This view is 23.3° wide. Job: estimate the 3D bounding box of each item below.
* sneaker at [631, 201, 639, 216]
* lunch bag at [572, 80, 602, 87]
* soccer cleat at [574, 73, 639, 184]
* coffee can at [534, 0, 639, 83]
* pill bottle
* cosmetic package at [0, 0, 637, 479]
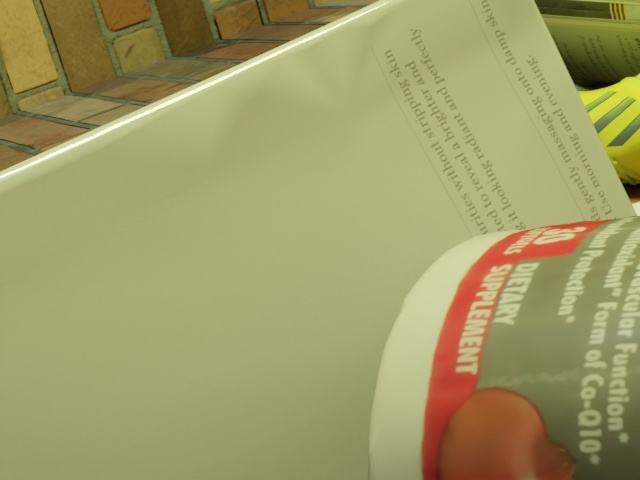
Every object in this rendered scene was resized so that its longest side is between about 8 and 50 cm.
[{"bbox_3d":[0.279,-0.025,0.865,0.237,0.086,0.085,-8,-20,15],"label":"sneaker"},{"bbox_3d":[0.348,-0.251,1.506,0.235,0.169,0.287,-6,26,28],"label":"lunch bag"},{"bbox_3d":[0.204,-0.071,1.204,0.121,0.093,0.289,-52,28,-9],"label":"soccer cleat"},{"bbox_3d":[0.306,-0.219,1.261,0.275,0.202,0.201,12,30,39],"label":"coffee can"},{"bbox_3d":[0.188,0.070,0.467,0.318,0.176,0.176,-7,18,35],"label":"pill bottle"},{"bbox_3d":[-0.054,0.056,0.640,0.385,0.217,0.156,-26,2,-25],"label":"cosmetic package"}]
